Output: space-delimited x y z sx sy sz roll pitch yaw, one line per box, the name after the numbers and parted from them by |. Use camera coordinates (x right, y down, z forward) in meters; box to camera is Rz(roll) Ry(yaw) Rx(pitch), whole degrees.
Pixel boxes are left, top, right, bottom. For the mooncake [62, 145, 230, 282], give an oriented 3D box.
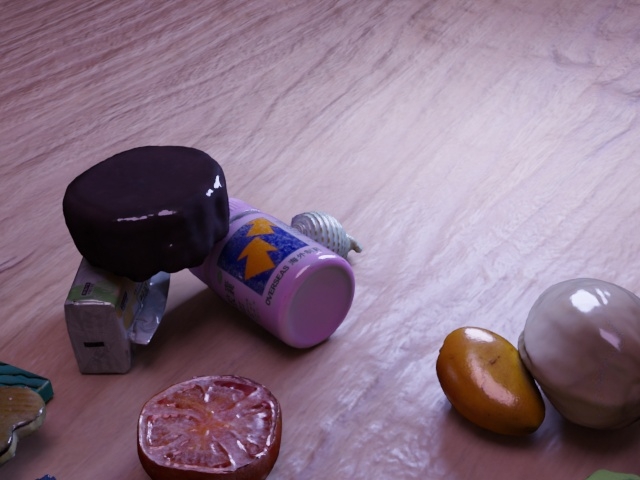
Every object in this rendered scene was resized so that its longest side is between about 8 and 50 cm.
-0.293 -0.049 1.835 0.283 0.141 0.283 -3 34 2 | mooncake

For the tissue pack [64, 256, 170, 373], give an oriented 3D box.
-0.343 0.101 1.873 0.145 0.159 0.229 -1 34 4 | tissue pack

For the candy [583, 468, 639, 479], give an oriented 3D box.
0.329 0.431 1.361 0.343 0.132 0.142 -38 4 -41 | candy

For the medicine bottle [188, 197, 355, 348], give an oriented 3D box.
-0.095 0.052 1.899 0.178 0.178 0.290 -29 43 -31 | medicine bottle

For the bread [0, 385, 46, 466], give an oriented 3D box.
-0.574 0.297 1.634 0.286 0.056 0.207 3 34 8 | bread

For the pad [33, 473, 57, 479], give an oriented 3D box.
-0.448 0.426 1.473 0.269 0.012 0.269 -26 21 -29 | pad

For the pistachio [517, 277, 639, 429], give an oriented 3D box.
0.418 0.165 1.660 0.226 0.208 0.332 2 26 2 | pistachio

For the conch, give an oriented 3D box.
-0.005 0.004 2.017 0.135 0.153 0.102 26 77 48 | conch

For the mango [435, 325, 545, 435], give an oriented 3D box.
0.267 0.222 1.670 0.144 0.112 0.219 -14 38 -22 | mango

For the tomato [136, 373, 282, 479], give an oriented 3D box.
-0.162 0.307 1.614 0.236 0.095 0.237 -2 31 1 | tomato

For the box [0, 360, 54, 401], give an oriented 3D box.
-0.568 0.284 1.735 0.160 0.042 0.226 15 40 25 | box
